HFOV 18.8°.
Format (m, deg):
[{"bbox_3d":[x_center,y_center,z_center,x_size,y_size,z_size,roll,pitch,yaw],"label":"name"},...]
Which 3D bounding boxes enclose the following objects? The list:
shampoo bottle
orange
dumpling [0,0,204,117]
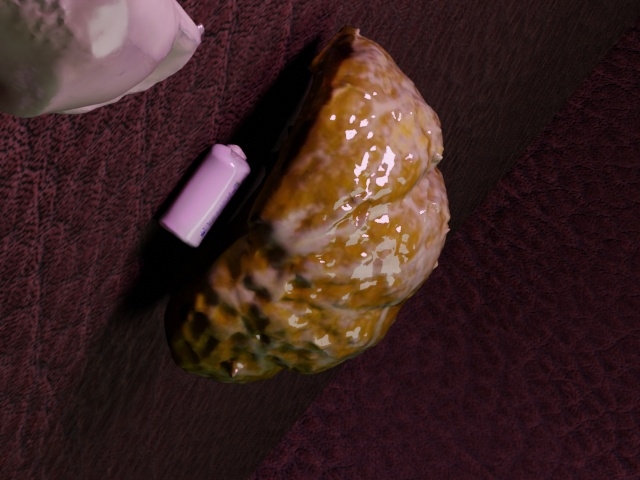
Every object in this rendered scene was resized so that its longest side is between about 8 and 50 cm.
[{"bbox_3d":[-0.102,-0.044,1.754,0.099,0.043,0.072,-55,177,-1],"label":"shampoo bottle"},{"bbox_3d":[0.000,0.000,1.848,0.369,0.210,0.271,-53,-179,25],"label":"orange"},{"bbox_3d":[-0.162,-0.122,1.056,0.166,0.126,0.216,-29,-176,10],"label":"dumpling"}]
